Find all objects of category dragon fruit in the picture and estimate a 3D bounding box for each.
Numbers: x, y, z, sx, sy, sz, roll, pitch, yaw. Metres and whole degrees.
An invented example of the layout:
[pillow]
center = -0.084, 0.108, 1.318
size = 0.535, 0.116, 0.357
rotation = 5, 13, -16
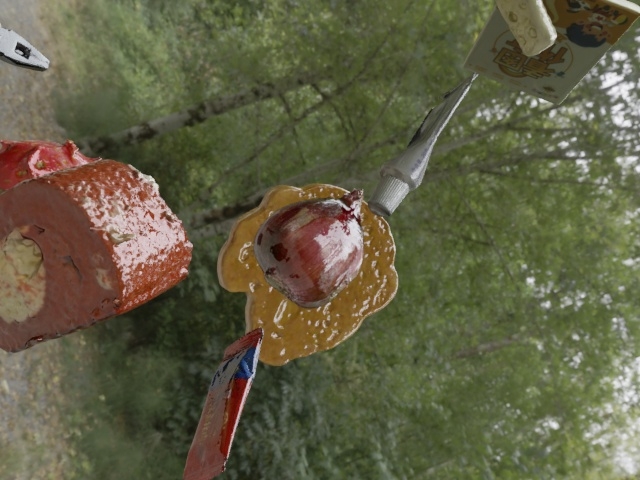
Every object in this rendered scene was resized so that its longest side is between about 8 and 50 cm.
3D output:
[dragon fruit]
center = -0.483, -0.083, 1.134
size = 0.210, 0.268, 0.205
rotation = -67, -153, 11

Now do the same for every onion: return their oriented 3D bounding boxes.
[onion]
center = 0.000, 0.000, 0.943
size = 0.159, 0.195, 0.159
rotation = 42, -13, 12

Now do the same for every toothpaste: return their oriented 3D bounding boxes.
[toothpaste]
center = 0.163, -0.155, 1.075
size = 0.099, 0.282, 0.068
rotation = 13, -29, 47

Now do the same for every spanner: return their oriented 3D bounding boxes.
[spanner]
center = -0.554, -0.340, 0.985
size = 0.325, 0.040, 0.095
rotation = 27, 62, -51

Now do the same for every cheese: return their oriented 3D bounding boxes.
[cheese]
center = 0.301, -0.380, 1.017
size = 0.065, 0.043, 0.194
rotation = -21, -78, 44

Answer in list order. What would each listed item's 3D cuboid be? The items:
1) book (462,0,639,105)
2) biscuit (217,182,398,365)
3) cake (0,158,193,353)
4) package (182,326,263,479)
[book]
center = 0.389, -0.352, 1.157
size = 0.295, 0.208, 0.020
rotation = 106, 6, -72
[biscuit]
center = -0.027, 0.055, 1.220
size = 0.312, 0.351, 0.057
rotation = 51, -12, -13
[cake]
center = -0.299, 0.015, 0.784
size = 0.151, 0.283, 0.177
rotation = -32, 100, -58
[package]
center = -0.117, 0.198, 0.798
size = 0.022, 0.083, 0.200
rotation = 40, 38, -25
